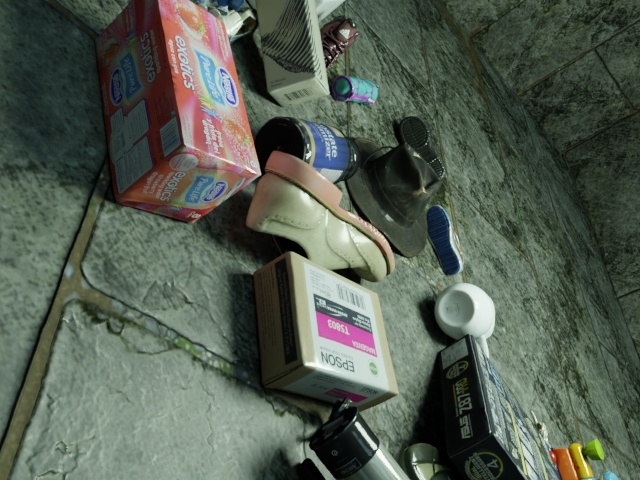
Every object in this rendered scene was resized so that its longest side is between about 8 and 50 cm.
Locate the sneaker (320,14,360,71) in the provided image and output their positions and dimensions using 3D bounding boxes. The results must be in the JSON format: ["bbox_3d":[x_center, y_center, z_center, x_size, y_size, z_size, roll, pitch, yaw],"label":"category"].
[{"bbox_3d":[0.006,-0.433,1.464,0.106,0.162,0.281,46,32,-22],"label":"sneaker"}]

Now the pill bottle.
[{"bbox_3d":[-0.017,-0.162,1.230,0.219,0.123,0.123,-5,68,-57],"label":"pill bottle"}]

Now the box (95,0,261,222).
[{"bbox_3d":[-0.213,-0.197,0.942,0.142,0.154,0.300,18,48,-49],"label":"box"}]

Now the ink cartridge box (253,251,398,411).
[{"bbox_3d":[0.010,0.149,1.029,0.235,0.088,0.193,27,41,-43],"label":"ink cartridge box"}]

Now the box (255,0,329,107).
[{"bbox_3d":[-0.061,-0.425,1.337,0.094,0.113,0.275,29,50,-69],"label":"box"}]

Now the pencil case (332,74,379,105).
[{"bbox_3d":[0.089,-0.375,1.635,0.070,0.064,0.152,49,28,16],"label":"pencil case"}]

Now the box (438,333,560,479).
[{"bbox_3d":[0.350,0.391,1.227,0.318,0.097,0.395,52,15,-9],"label":"box"}]

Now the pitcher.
[{"bbox_3d":[0.336,0.190,1.462,0.207,0.125,0.177,26,52,-61],"label":"pitcher"}]

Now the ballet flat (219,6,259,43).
[{"bbox_3d":[-0.173,-0.434,1.296,0.070,0.070,0.188,53,31,-10],"label":"ballet flat"}]

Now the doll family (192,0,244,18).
[{"bbox_3d":[-0.247,-0.501,1.219,0.263,0.118,0.163,19,52,-18],"label":"doll family"}]

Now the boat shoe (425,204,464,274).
[{"bbox_3d":[0.316,0.000,1.652,0.066,0.066,0.183,3,71,-61],"label":"boat shoe"}]

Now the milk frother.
[{"bbox_3d":[0.055,0.302,0.920,0.135,0.129,0.143,53,37,-3],"label":"milk frother"}]

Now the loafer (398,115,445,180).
[{"bbox_3d":[0.275,-0.243,1.804,0.078,0.080,0.220,73,-2,-69],"label":"loafer"}]

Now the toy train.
[{"bbox_3d":[0.598,0.502,1.537,0.105,0.143,0.248,27,43,-44],"label":"toy train"}]

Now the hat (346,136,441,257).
[{"bbox_3d":[0.201,-0.129,1.518,0.331,0.134,0.331,38,36,-34],"label":"hat"}]

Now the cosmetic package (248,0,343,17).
[{"bbox_3d":[-0.058,-0.575,1.507,0.151,0.151,0.183,55,29,-7],"label":"cosmetic package"}]

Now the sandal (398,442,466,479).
[{"bbox_3d":[0.208,0.419,1.087,0.303,0.086,0.120,37,23,-36],"label":"sandal"}]

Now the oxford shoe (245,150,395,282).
[{"bbox_3d":[0.000,0.000,1.144,0.397,0.140,0.146,40,78,-47],"label":"oxford shoe"}]
